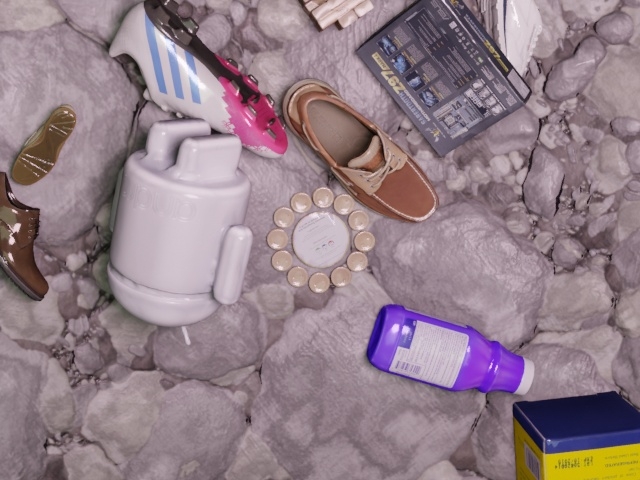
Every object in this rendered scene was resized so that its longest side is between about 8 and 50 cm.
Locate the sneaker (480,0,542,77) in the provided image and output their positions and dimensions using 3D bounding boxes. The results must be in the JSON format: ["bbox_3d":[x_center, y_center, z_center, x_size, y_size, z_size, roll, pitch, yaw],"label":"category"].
[{"bbox_3d":[0.321,-0.329,1.612,0.095,0.090,0.235,-4,103,-15],"label":"sneaker"}]

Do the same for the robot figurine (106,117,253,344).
[{"bbox_3d":[-0.227,-0.013,1.545,0.200,0.300,0.353,-11,122,-47],"label":"robot figurine"}]

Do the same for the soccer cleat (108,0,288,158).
[{"bbox_3d":[-0.197,-0.241,1.583,0.143,0.116,0.331,-38,104,26],"label":"soccer cleat"}]

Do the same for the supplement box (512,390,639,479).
[{"bbox_3d":[0.462,0.469,1.703,0.194,0.195,0.356,-5,100,-3],"label":"supplement box"}]

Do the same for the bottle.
[{"bbox_3d":[0.227,0.199,1.688,0.283,0.092,0.118,16,99,-7],"label":"bottle"}]

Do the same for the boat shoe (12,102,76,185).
[{"bbox_3d":[-0.452,-0.158,1.602,0.056,0.048,0.153,30,103,-21],"label":"boat shoe"}]

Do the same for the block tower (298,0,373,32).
[{"bbox_3d":[-0.048,-0.483,1.547,0.091,0.097,0.335,-35,100,1],"label":"block tower"}]

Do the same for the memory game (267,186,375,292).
[{"bbox_3d":[0.000,0.000,1.676,0.186,0.012,0.186,-1,100,-4],"label":"memory game"}]

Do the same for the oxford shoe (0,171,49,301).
[{"bbox_3d":[-0.495,-0.008,1.602,0.096,0.083,0.227,-25,102,-4],"label":"oxford shoe"}]

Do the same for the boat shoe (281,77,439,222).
[{"bbox_3d":[0.070,-0.133,1.596,0.324,0.116,0.123,37,95,-18],"label":"boat shoe"}]

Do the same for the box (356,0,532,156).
[{"bbox_3d":[0.198,-0.272,1.574,0.183,0.059,0.232,-33,102,39],"label":"box"}]
